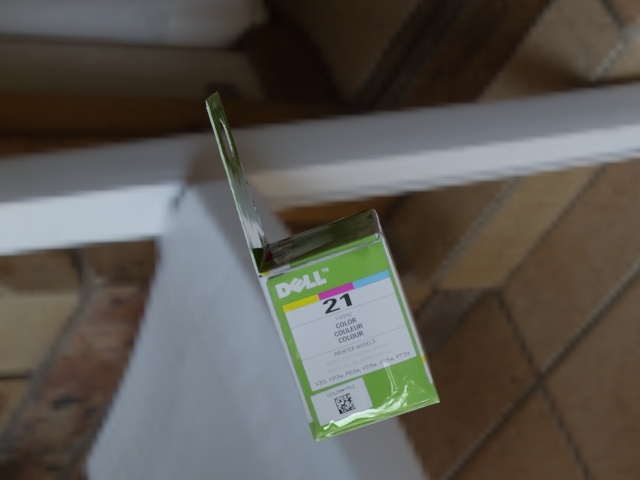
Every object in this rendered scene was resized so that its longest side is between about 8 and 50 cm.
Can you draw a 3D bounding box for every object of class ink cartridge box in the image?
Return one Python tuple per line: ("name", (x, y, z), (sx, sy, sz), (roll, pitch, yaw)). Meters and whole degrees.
("ink cartridge box", (0.000, 0.000, 1.468), (0.189, 0.097, 0.255), (-87, -21, -83))
